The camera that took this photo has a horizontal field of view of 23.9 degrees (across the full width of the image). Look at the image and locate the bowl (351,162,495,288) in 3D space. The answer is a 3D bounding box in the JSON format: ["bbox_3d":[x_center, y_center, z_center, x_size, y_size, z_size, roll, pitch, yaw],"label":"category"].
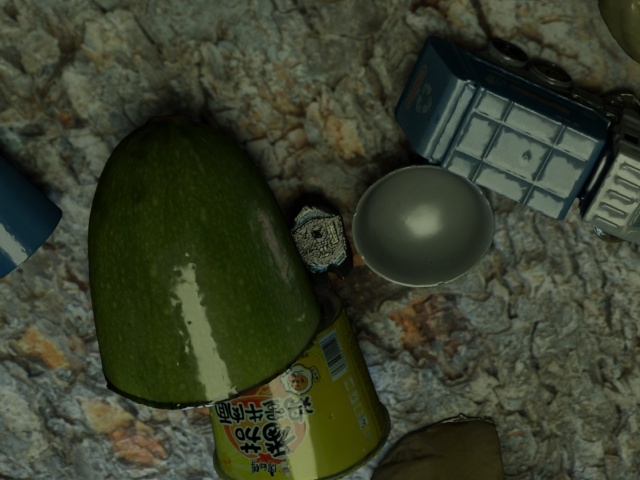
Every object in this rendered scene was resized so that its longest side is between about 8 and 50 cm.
[{"bbox_3d":[0.133,-0.038,1.998,0.189,0.086,0.189,0,122,0],"label":"bowl"}]

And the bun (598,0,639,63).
[{"bbox_3d":[0.430,-0.295,1.809,0.178,0.128,0.193,-37,125,22],"label":"bun"}]

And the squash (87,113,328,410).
[{"bbox_3d":[-0.173,0.005,1.913,0.310,0.310,0.309,-10,120,8],"label":"squash"}]

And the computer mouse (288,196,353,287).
[{"bbox_3d":[0.000,0.000,2.045,0.079,0.047,0.135,-21,110,1],"label":"computer mouse"}]

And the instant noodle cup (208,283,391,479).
[{"bbox_3d":[-0.048,0.193,2.062,0.264,0.264,0.200,-11,113,9],"label":"instant noodle cup"}]

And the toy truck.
[{"bbox_3d":[0.276,-0.125,1.873,0.367,0.175,0.146,23,118,-1],"label":"toy truck"}]

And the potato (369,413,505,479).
[{"bbox_3d":[0.175,0.416,2.186,0.189,0.264,0.211,-2,128,-8],"label":"potato"}]

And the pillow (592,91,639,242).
[{"bbox_3d":[0.394,-0.094,1.984,0.130,0.033,0.217,-18,118,18],"label":"pillow"}]

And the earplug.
[{"bbox_3d":[-0.476,-0.088,1.967,0.132,0.132,0.273,-34,112,20],"label":"earplug"}]
